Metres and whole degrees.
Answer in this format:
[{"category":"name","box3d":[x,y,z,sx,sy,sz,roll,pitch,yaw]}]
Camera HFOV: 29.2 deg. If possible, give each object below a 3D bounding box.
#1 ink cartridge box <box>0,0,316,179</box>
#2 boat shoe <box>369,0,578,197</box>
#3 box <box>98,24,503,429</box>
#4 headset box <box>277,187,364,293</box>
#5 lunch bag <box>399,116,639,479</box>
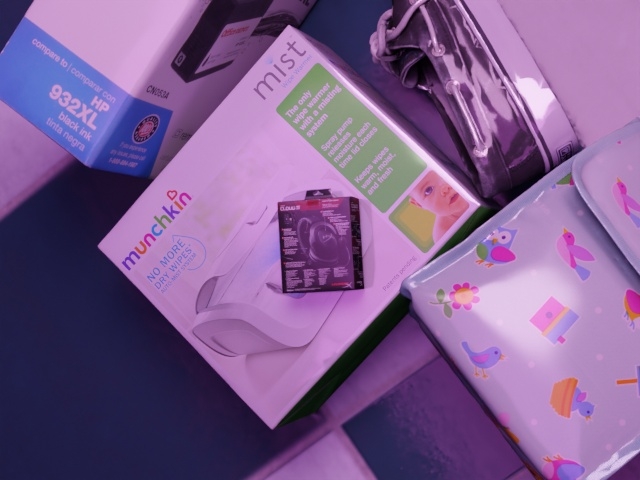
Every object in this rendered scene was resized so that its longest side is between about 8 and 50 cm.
[{"category":"ink cartridge box","box3d":[-0.114,-0.212,1.065,0.129,0.223,0.307,37,99,16]},{"category":"boat shoe","box3d":[0.095,-0.171,1.037,0.105,0.113,0.306,-29,74,-1]},{"category":"box","box3d":[-0.016,-0.011,1.079,0.231,0.127,0.262,45,101,13]},{"category":"headset box","box3d":[0.000,0.000,0.989,0.062,0.032,0.083,-5,87,16]},{"category":"lunch bag","box3d":[0.232,0.052,0.981,0.262,0.160,0.223,-36,73,-2]}]
